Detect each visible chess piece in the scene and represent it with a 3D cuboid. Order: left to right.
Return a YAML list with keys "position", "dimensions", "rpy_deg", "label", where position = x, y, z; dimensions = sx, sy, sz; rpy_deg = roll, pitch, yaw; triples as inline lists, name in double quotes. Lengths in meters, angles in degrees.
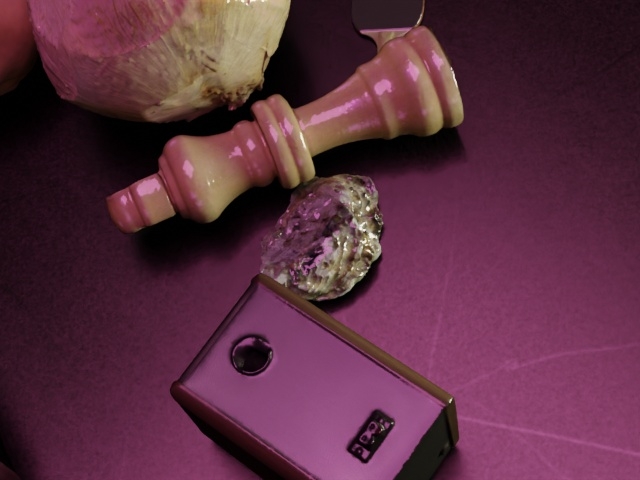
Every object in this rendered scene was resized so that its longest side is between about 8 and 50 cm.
- position: [-0.046, -0.108, 1.489]
  dimensions: [0.397, 0.117, 0.117]
  rpy_deg: [-23, 67, -5]
  label: "chess piece"

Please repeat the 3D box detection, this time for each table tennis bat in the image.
- position: [0.077, -0.255, 1.599]
  dimensions: [0.087, 0.013, 0.156]
  rpy_deg: [1, 67, 8]
  label: "table tennis bat"

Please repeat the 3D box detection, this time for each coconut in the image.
- position: [-0.176, -0.257, 1.487]
  dimensions: [0.297, 0.297, 0.255]
  rpy_deg: [-12, 81, 3]
  label: "coconut"

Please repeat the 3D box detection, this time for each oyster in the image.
- position: [0.000, 0.000, 1.477]
  dimensions: [0.125, 0.064, 0.177]
  rpy_deg: [5, 59, 15]
  label: "oyster"

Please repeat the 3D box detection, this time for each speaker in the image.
- position: [-0.002, 0.171, 1.337]
  dimensions: [0.231, 0.192, 0.153]
  rpy_deg: [32, 76, 20]
  label: "speaker"

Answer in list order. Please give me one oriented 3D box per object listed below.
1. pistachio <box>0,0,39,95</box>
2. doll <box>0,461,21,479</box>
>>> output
- position: [-0.413, -0.284, 1.585]
  dimensions: [0.187, 0.187, 0.299]
  rpy_deg: [-12, 62, 3]
  label: "pistachio"
- position: [-0.488, 0.155, 1.400]
  dimensions: [0.370, 0.226, 0.215]
  rpy_deg: [35, 41, 24]
  label: "doll"
